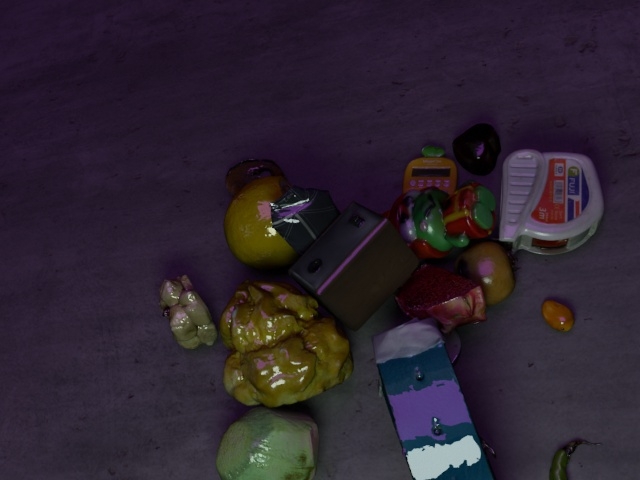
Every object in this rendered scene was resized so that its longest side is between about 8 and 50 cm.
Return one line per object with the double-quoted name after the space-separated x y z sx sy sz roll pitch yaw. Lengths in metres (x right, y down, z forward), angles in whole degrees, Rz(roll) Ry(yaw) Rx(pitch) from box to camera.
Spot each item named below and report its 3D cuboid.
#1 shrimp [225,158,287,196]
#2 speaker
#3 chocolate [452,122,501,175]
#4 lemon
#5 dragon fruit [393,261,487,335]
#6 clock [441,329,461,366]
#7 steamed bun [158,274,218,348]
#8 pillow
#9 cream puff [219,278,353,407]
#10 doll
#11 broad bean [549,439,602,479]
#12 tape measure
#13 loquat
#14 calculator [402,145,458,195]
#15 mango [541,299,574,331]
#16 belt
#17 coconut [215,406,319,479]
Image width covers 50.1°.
-0.169 -0.160 1.970 0.253 0.058 0.173 31 63 31 "shrimp"
0.076 0.060 1.573 0.231 0.192 0.153 -47 36 -7 "speaker"
0.416 -0.260 1.834 0.125 0.080 0.149 15 66 24 "chocolate"
-0.144 -0.034 1.770 0.219 0.240 0.240 -30 54 14 "lemon"
0.256 0.155 1.555 0.161 0.126 0.274 -26 17 -13 "dragon fruit"
0.226 0.270 1.569 0.172 0.064 0.198 12 62 22 "clock"
-0.345 0.182 1.721 0.106 0.192 0.177 -29 63 -20 "steamed bun"
0.000 0.000 1.657 0.161 0.335 0.092 -40 33 -13 "pillow"
-0.090 0.210 1.534 0.291 0.324 0.257 -15 97 0 "cream puff"
0.258 -0.042 1.686 0.363 0.160 0.183 -10 59 37 "doll"
0.489 0.537 1.326 0.098 0.056 0.318 4 58 20 "broad bean"
0.544 -0.087 1.660 0.265 0.130 0.258 4 63 13 "tape measure"
0.385 0.077 1.596 0.163 0.137 0.163 -19 44 20 "loquat"
0.293 -0.154 1.833 0.146 0.032 0.235 2 61 18 "calculator"
0.536 0.168 1.551 0.060 0.046 0.089 -26 42 -3 "mango"
0.232 0.371 1.347 0.173 0.300 0.437 -23 72 3 "belt"
-0.101 0.465 1.466 0.204 0.236 0.236 -1 52 54 "coconut"
